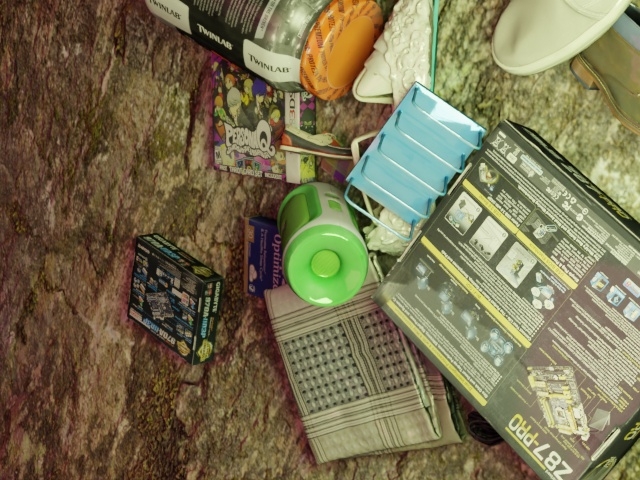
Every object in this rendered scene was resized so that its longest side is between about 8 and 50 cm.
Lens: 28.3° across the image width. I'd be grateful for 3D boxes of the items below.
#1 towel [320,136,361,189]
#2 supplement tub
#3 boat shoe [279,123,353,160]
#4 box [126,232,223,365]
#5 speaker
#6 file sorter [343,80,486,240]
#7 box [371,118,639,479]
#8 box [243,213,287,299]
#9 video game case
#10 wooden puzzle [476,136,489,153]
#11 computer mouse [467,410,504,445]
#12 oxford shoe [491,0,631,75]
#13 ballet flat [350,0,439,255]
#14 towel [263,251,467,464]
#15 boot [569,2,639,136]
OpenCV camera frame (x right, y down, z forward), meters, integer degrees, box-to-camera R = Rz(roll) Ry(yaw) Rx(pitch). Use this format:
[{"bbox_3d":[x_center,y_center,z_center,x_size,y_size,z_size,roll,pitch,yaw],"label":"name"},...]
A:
[{"bbox_3d":[0.032,-0.124,2.013,0.083,0.009,0.060,39,125,35],"label":"towel"},{"bbox_3d":[-0.086,-0.357,1.921,0.338,0.207,0.207,33,122,25],"label":"supplement tub"},{"bbox_3d":[-0.001,-0.152,1.989,0.137,0.049,0.043,12,87,27],"label":"boat shoe"},{"bbox_3d":[-0.275,0.107,2.375,0.220,0.051,0.175,30,119,41],"label":"box"},{"bbox_3d":[0.000,0.000,1.881,0.296,0.131,0.131,-102,16,-74],"label":"speaker"},{"bbox_3d":[0.125,-0.102,1.700,0.118,0.104,0.170,34,110,-5],"label":"file sorter"},{"bbox_3d":[0.290,0.084,1.645,0.395,0.097,0.318,46,110,31],"label":"box"},{"bbox_3d":[-0.047,0.044,2.119,0.225,0.036,0.136,16,110,44],"label":"box"},{"bbox_3d":[-0.097,-0.209,2.116,0.232,0.042,0.210,13,107,46],"label":"video game case"},{"bbox_3d":[0.249,-0.121,1.773,0.083,0.006,0.049,2,100,48],"label":"wooden puzzle"},{"bbox_3d":[0.240,0.159,1.793,0.188,0.072,0.272,-16,86,50],"label":"computer mouse"},{"bbox_3d":[0.336,-0.368,1.504,0.449,0.130,0.169,-45,45,42],"label":"oxford shoe"},{"bbox_3d":[0.108,-0.167,1.800,0.147,0.147,0.409,10,106,47],"label":"ballet flat"},{"bbox_3d":[0.058,0.189,1.985,0.324,0.056,0.312,-19,86,42],"label":"towel"},{"bbox_3d":[0.397,-0.198,1.535,0.219,0.082,0.106,48,133,33],"label":"boot"}]
